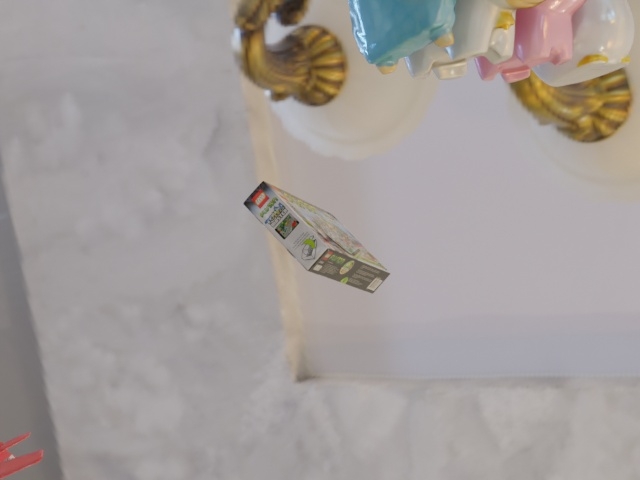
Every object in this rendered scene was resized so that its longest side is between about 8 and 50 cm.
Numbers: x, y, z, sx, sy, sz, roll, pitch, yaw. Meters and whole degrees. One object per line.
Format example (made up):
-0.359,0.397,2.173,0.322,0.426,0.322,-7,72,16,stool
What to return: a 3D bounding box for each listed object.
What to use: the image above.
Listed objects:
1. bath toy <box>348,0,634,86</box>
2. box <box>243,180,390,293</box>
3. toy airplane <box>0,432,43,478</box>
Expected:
0.168,-0.212,1.035,0.151,0.348,0.129,-18,-99,37,bath toy
0.000,0.000,1.394,0.036,0.207,0.114,-48,-112,9,box
-0.307,0.207,1.092,0.151,0.151,0.028,-24,-89,33,toy airplane
